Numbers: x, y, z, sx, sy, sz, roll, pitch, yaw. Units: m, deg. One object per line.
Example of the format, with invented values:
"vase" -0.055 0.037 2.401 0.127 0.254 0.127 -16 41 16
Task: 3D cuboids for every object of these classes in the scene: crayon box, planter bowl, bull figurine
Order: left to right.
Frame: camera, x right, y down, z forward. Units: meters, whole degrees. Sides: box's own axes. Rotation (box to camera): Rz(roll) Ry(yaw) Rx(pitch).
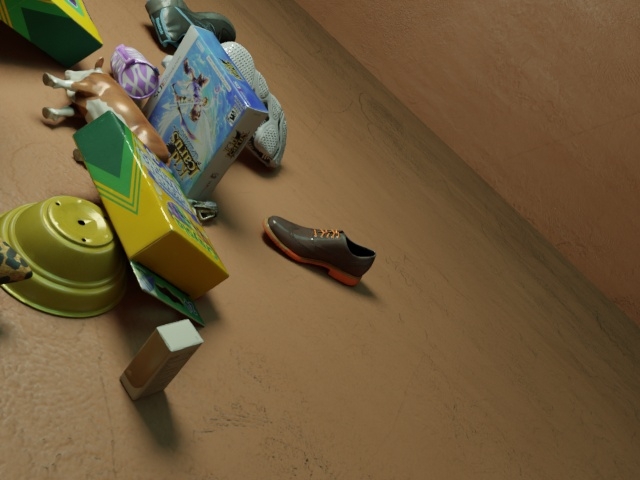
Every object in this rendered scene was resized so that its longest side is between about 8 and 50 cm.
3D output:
"crayon box" -0.616 -0.568 1.234 0.363 0.106 0.313 61 7 16
"planter bowl" -0.365 0.000 0.918 0.217 0.090 0.217 31 28 -19
"bull figurine" -0.419 -0.241 1.203 0.310 0.101 0.188 45 31 13
"crayon box" -0.263 -0.035 1.018 0.323 0.083 0.203 57 1 28

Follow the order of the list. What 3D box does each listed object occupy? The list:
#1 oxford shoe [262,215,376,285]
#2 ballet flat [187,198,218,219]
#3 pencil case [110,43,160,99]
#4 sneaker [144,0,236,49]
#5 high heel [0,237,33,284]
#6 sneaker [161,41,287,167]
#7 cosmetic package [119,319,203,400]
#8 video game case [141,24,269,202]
"oxford shoe" 0.000 0.000 1.378 0.271 0.098 0.097 26 30 -26
"ballet flat" -0.243 -0.058 1.223 0.114 0.041 0.041 2 46 -50
"pencil case" -0.408 -0.366 1.358 0.088 0.086 0.206 59 -9 -32
"sneaker" -0.365 -0.592 1.814 0.341 0.125 0.139 -6 80 -59
"high heel" -0.461 0.000 0.696 0.261 0.093 0.186 21 -11 -18
"sneaker" -0.224 -0.315 1.499 0.366 0.210 0.137 61 42 -52
"cosmetic package" -0.215 0.160 0.844 0.041 0.115 0.060 51 28 19
"video game case" -0.249 -0.258 1.283 0.061 0.244 0.269 4 44 -48
